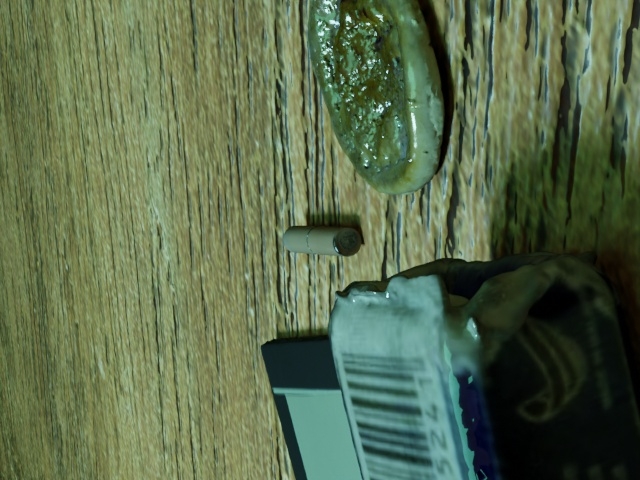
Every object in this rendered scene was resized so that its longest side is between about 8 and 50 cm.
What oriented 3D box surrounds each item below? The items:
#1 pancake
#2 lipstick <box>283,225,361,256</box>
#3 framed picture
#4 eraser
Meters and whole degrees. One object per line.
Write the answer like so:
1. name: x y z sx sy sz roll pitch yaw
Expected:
1. pancake: 0.029 -0.090 0.939 0.139 0.022 0.140 165 90 -70
2. lipstick: 0.000 0.000 1.088 0.094 0.019 0.019 -175 71 -70
3. framed picture: 0.046 0.227 1.130 0.265 0.016 0.347 164 92 -70
4. eraser: 0.100 0.167 0.818 0.155 0.101 0.332 -4 101 69
